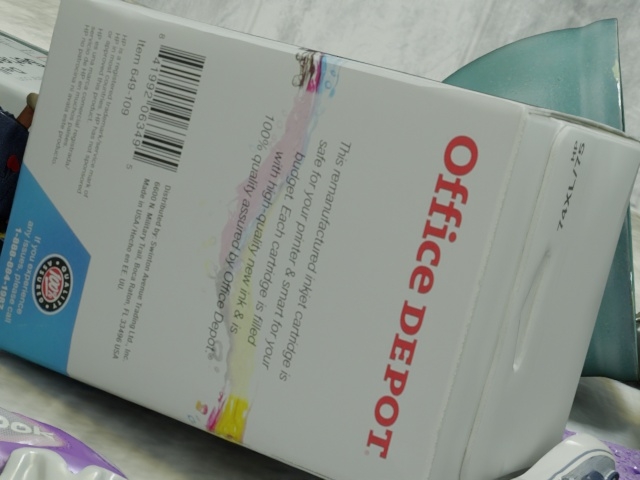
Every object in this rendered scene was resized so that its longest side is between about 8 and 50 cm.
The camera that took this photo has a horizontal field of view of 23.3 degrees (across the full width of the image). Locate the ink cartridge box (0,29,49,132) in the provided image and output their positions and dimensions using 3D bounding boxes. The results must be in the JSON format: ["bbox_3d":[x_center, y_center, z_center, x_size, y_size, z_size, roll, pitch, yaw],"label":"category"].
[{"bbox_3d":[-0.256,-0.084,1.047,0.289,0.122,0.211,24,10,12],"label":"ink cartridge box"}]

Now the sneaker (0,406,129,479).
[{"bbox_3d":[-0.154,0.084,0.542,0.236,0.095,0.104,25,3,-9],"label":"sneaker"}]

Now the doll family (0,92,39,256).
[{"bbox_3d":[-0.197,-0.036,0.837,0.076,0.111,0.193,8,-27,48],"label":"doll family"}]

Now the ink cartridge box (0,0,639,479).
[{"bbox_3d":[0.000,0.000,0.837,0.270,0.198,0.197,18,7,27],"label":"ink cartridge box"}]

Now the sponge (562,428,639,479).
[{"bbox_3d":[0.143,0.143,0.967,0.210,0.031,0.117,19,11,-17],"label":"sponge"}]

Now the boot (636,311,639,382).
[{"bbox_3d":[0.358,0.143,1.323,0.189,0.076,0.208,16,19,-17],"label":"boot"}]

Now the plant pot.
[{"bbox_3d":[0.154,-0.028,1.268,0.196,0.293,0.293,-3,6,12],"label":"plant pot"}]

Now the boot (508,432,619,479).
[{"bbox_3d":[0.133,0.160,0.804,0.086,0.069,0.190,34,23,23],"label":"boot"}]
